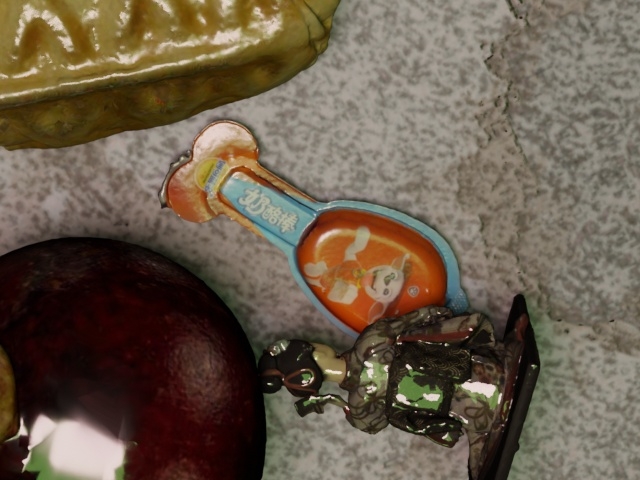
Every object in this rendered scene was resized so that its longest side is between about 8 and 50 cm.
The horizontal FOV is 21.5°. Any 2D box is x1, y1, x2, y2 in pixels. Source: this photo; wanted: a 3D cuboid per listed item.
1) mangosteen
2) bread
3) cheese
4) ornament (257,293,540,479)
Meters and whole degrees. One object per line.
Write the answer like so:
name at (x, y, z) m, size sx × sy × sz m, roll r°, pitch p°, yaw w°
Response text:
mangosteen at (-0.183, 0.140, 1.176) m, size 0.297 × 0.293 × 0.297 m, roll -1°, pitch 85°, yaw 15°
bread at (-0.116, -0.153, 1.190) m, size 0.267 × 0.130 × 0.152 m, roll -12°, pitch 142°, yaw 0°
cheese at (0.000, 0.000, 1.282) m, size 0.256 × 0.037 × 0.106 m, roll 31°, pitch 100°, yaw -12°
ornament at (0.050, 0.105, 1.255) m, size 0.196 × 0.153 × 0.166 m, roll 14°, pitch 107°, yaw -3°
